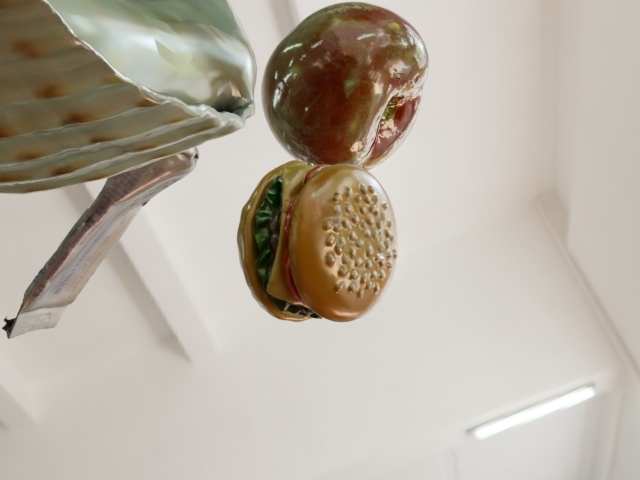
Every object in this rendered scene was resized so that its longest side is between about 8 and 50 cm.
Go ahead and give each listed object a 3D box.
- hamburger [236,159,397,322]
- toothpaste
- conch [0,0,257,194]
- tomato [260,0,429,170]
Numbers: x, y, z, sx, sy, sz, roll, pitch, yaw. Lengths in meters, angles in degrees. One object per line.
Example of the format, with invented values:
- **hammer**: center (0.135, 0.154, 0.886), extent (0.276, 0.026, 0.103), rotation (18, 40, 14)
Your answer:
- **hamburger**: center (0.000, 0.000, 0.994), extent (0.115, 0.162, 0.162), rotation (-1, -17, 40)
- **toothpaste**: center (-0.176, -0.031, 0.942), extent (0.282, 0.068, 0.099), rotation (-54, -36, 4)
- **conch**: center (-0.167, -0.141, 0.424), extent (0.215, 0.303, 0.319), rotation (-29, 6, 15)
- **tomato**: center (0.029, -0.239, 1.642), extent (0.270, 0.223, 0.270), rotation (-48, -23, -28)
